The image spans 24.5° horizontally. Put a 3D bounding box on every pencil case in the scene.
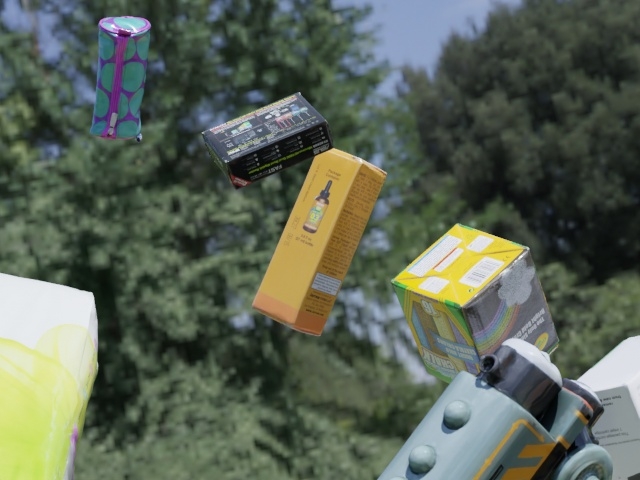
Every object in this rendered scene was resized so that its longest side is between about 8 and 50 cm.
[{"bbox_3d":[-0.244,-0.197,1.797,0.064,0.152,0.070,7,25,-2],"label":"pencil case"}]

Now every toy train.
[{"bbox_3d":[0.131,0.247,1.361,0.142,0.334,0.190,32,-10,49],"label":"toy train"}]

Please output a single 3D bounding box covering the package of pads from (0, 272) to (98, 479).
[{"bbox_3d":[-0.258,0.114,0.896,0.229,0.101,0.296,13,28,-10],"label":"package of pads"}]

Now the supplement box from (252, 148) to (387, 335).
[{"bbox_3d":[0.000,0.000,1.902,0.078,0.233,0.080,24,3,36],"label":"supplement box"}]

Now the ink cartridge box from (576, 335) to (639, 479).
[{"bbox_3d":[0.448,0.280,1.914,0.117,0.278,0.201,-18,8,43],"label":"ink cartridge box"}]

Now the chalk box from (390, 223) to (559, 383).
[{"bbox_3d":[0.205,0.110,1.881,0.132,0.213,0.132,-39,37,-25],"label":"chalk box"}]

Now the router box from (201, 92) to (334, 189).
[{"bbox_3d":[-0.058,-0.109,1.607,0.122,0.038,0.092,-23,32,-10],"label":"router box"}]
